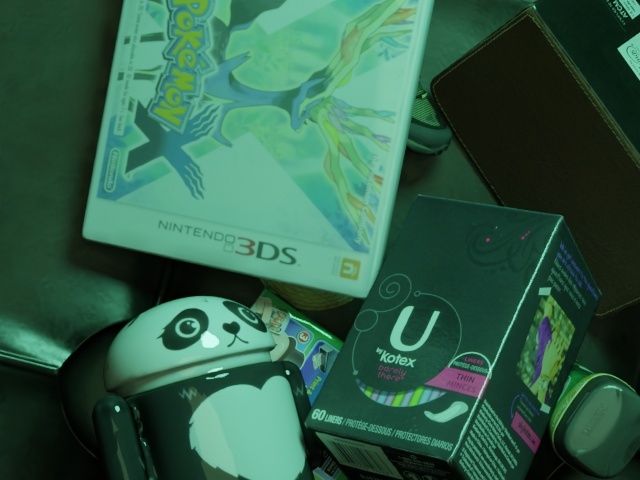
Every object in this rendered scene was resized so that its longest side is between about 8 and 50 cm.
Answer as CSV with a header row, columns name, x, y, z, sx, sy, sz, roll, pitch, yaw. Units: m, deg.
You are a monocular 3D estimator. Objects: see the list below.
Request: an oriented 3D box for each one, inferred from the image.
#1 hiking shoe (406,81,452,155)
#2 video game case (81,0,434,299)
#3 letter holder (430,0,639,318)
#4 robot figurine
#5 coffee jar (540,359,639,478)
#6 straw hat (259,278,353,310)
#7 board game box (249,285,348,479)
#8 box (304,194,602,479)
name,x,y,z,sx,sy,sz,roll,pitch,yaw
hiking shoe,0.065,-0.186,1.848,0.114,0.086,0.227,-41,93,22
video game case,-0.061,-0.131,1.824,0.300,0.036,0.329,12,95,9
letter holder,0.280,-0.099,1.859,0.152,0.214,0.302,-37,91,-34
robot figurine,-0.099,0.189,1.742,0.173,0.209,0.278,-16,83,6
coffee jar,0.247,0.167,1.824,0.079,0.184,0.096,35,88,-18
straw hat,0.000,0.000,1.873,0.144,0.061,0.145,0,91,-4
board game box,-0.060,0.235,1.851,0.213,0.046,0.317,36,80,0
box,0.129,0.110,1.766,0.165,0.143,0.270,9,60,33
